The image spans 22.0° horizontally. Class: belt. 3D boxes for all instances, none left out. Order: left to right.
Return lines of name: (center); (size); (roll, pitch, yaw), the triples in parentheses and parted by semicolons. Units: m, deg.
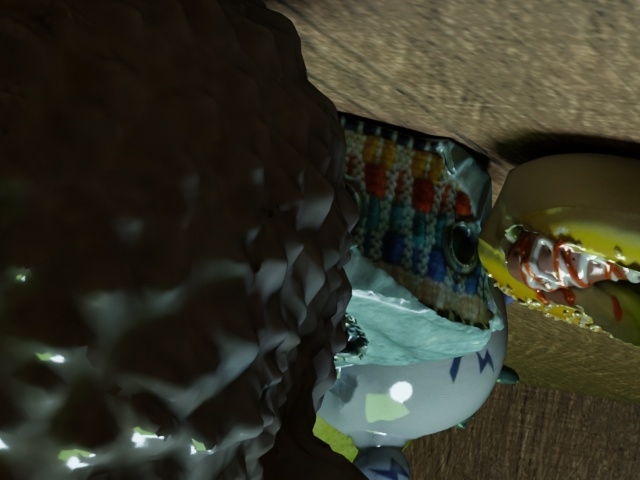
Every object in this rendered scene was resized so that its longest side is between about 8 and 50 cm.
belt: (0.000, 0.000, 1.113); (0.258, 0.150, 0.207); (13, 163, -15)

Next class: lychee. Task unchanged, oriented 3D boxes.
lychee: (-0.170, 0.020, 0.700); (0.432, 0.380, 0.380); (26, 175, 10)

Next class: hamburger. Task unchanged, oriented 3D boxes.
hamburger: (0.203, 0.014, 1.019); (0.210, 0.116, 0.173); (12, 175, 0)

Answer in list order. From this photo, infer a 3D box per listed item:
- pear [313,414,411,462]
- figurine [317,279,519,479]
pear: (-0.028, 0.108, 1.552); (0.307, 0.252, 0.253); (16, 172, -17)
figurine: (0.000, 0.089, 1.325); (0.382, 0.261, 0.186); (-11, -175, -33)
